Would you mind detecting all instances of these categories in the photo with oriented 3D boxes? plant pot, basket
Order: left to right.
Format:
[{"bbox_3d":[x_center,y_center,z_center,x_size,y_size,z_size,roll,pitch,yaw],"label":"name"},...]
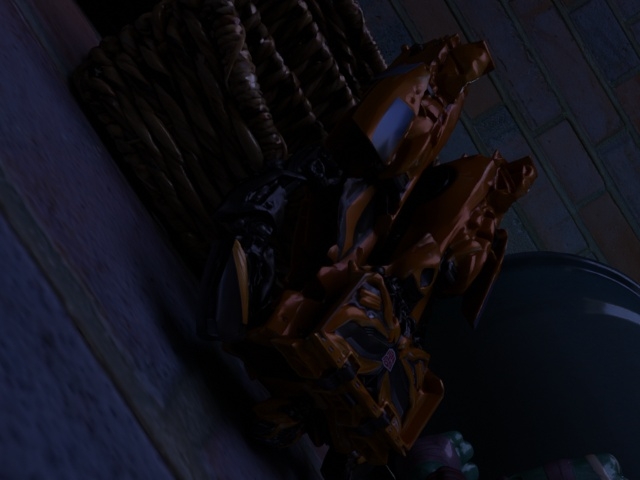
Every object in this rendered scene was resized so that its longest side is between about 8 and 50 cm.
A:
[{"bbox_3d":[-0.012,-0.076,0.515,0.299,0.223,0.213,58,2,-24],"label":"basket"},{"bbox_3d":[0.221,0.223,0.545,0.341,0.341,0.334,57,10,-15],"label":"plant pot"}]

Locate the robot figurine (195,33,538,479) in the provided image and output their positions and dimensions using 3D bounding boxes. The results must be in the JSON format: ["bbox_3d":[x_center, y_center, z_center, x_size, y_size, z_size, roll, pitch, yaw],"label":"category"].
[{"bbox_3d":[0.046,0.005,0.410,0.085,0.291,0.211,-4,-48,41],"label":"robot figurine"}]

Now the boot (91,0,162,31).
[{"bbox_3d":[-0.148,-0.232,0.781,0.260,0.131,0.348,57,3,-18],"label":"boot"}]

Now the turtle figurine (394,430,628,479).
[{"bbox_3d":[0.082,0.173,0.307,0.118,0.175,0.234,26,-7,-4],"label":"turtle figurine"}]
